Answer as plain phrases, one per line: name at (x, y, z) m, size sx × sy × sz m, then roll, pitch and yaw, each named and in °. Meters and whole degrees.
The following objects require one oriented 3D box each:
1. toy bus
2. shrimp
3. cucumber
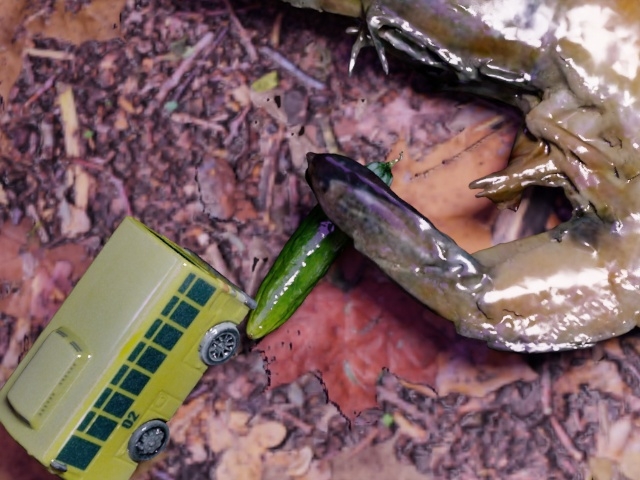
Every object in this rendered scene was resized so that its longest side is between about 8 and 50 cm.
toy bus at (-0.137, 0.080, 0.951) m, size 0.088 × 0.101 × 0.175 m, roll 35°, pitch 88°, yaw 40°
shrimp at (0.082, -0.089, 0.954) m, size 0.445 × 0.085 × 0.272 m, roll 27°, pitch 76°, yaw 11°
cucumber at (0.000, 0.000, 0.982) m, size 0.039 × 0.039 × 0.168 m, roll 36°, pitch 83°, yaw 18°
